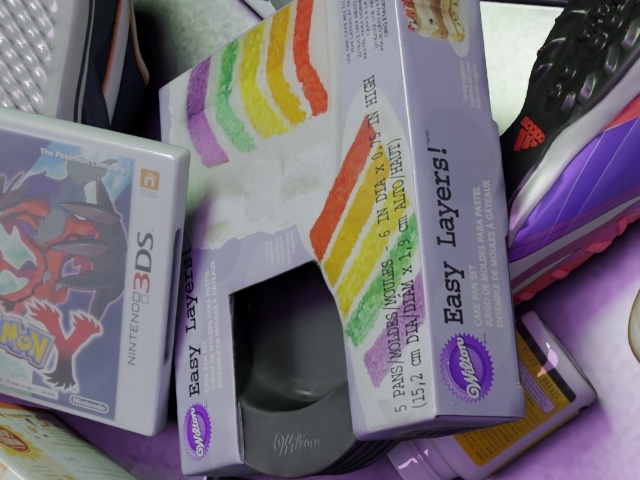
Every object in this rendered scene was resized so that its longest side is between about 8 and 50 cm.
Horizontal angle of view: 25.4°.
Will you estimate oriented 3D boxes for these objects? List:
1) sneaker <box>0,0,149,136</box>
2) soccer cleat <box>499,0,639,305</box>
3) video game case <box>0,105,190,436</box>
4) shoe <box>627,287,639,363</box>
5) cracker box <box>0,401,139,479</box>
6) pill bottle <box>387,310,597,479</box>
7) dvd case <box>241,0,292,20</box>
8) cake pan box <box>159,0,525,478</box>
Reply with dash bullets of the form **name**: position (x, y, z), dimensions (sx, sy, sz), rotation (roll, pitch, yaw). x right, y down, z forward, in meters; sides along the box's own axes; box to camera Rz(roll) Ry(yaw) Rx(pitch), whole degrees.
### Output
- **sneaker**: position (-0.189, -0.059, 0.926), dimensions (0.126, 0.127, 0.321), rotation (25, 113, 11)
- **soccer cleat**: position (0.137, -0.024, 0.815), dimensions (0.318, 0.116, 0.108), rotation (-54, 31, 17)
- **video game case**: position (-0.181, 0.012, 0.865), dimensions (0.201, 0.023, 0.183), rotation (14, 111, 17)
- **shoe**: position (0.253, -0.011, 0.790), dimensions (0.219, 0.058, 0.076), rotation (-45, 69, 5)
- **cracker box**: position (-0.133, 0.180, 0.828), dimensions (0.232, 0.156, 0.067), rotation (32, 90, 22)
- **pill bottle**: position (0.095, 0.098, 0.817), dimensions (0.116, 0.065, 0.065), rotation (-37, 70, 7)
- **dvd case**: position (-0.021, -0.253, 0.951), dimensions (0.179, 0.029, 0.238), rotation (-47, 68, 5)
- **cake pan box**: position (0.000, 0.000, 0.804), dimensions (0.246, 0.070, 0.266), rotation (-22, 68, 53)
